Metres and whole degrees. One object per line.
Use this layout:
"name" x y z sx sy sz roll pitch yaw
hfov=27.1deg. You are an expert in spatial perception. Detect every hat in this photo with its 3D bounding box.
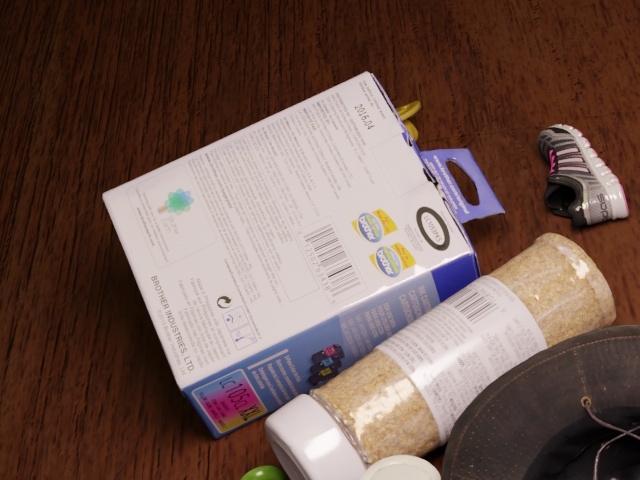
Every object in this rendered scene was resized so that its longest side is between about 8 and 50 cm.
"hat" 0.262 0.227 1.094 0.331 0.134 0.331 -10 74 38

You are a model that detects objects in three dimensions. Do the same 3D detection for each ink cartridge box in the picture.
"ink cartridge box" 0.000 0.000 1.443 0.396 0.151 0.270 -26 60 -1

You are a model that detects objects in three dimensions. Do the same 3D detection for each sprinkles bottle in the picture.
"sprinkles bottle" 0.121 0.130 1.301 0.355 0.121 0.121 -32 39 -15

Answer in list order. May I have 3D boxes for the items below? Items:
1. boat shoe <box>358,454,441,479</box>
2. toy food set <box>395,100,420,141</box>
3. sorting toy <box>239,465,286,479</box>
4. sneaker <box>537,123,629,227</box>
"boat shoe" 0.024 0.332 1.154 0.109 0.091 0.305 18 57 30
"toy food set" 0.033 -0.110 1.686 0.218 0.071 0.128 -20 15 2
"sorting toy" -0.066 0.270 1.296 0.102 0.061 0.042 -45 38 10
"sneaker" 0.279 -0.072 1.510 0.075 0.063 0.170 -22 43 -7
